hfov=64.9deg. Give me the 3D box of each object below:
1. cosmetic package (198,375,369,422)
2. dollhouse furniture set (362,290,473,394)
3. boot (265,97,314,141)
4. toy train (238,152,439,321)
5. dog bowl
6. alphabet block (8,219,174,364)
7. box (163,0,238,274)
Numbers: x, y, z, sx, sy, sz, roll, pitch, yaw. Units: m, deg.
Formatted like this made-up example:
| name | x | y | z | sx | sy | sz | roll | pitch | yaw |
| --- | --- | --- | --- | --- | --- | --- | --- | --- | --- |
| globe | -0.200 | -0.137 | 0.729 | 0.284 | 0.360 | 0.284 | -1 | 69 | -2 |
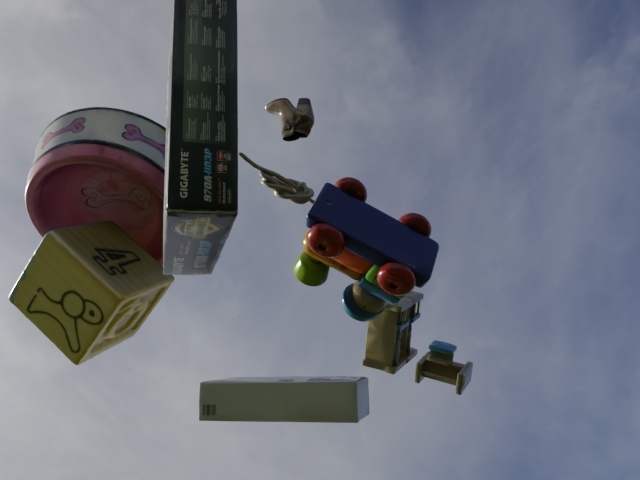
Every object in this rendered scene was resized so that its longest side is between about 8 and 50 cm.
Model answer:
| name | x | y | z | sx | sy | sz | roll | pitch | yaw |
| --- | --- | --- | --- | --- | --- | --- | --- | --- | --- |
| cosmetic package | -0.052 | 0.236 | 0.755 | 0.238 | 0.061 | 0.099 | -4 | -14 | 14 |
| dollhouse furniture set | 0.193 | 0.177 | 0.933 | 0.183 | 0.129 | 0.130 | 10 | -79 | 29 |
| boot | -0.066 | -0.242 | 1.018 | 0.118 | 0.087 | 0.042 | -3 | -19 | 29 |
| toy train | 0.000 | 0.000 | 0.603 | 0.248 | 0.105 | 0.143 | 28 | -42 | -1 |
| dog bowl | -0.472 | -0.087 | 1.159 | 0.407 | 0.150 | 0.408 | 1 | -48 | 1 |
| alphabet block | -0.460 | 0.098 | 1.028 | 0.197 | 0.193 | 0.192 | 42 | -71 | 6 |
| box | -0.110 | -0.095 | 0.444 | 0.051 | 0.221 | 0.175 | 2 | -17 | -18 |
